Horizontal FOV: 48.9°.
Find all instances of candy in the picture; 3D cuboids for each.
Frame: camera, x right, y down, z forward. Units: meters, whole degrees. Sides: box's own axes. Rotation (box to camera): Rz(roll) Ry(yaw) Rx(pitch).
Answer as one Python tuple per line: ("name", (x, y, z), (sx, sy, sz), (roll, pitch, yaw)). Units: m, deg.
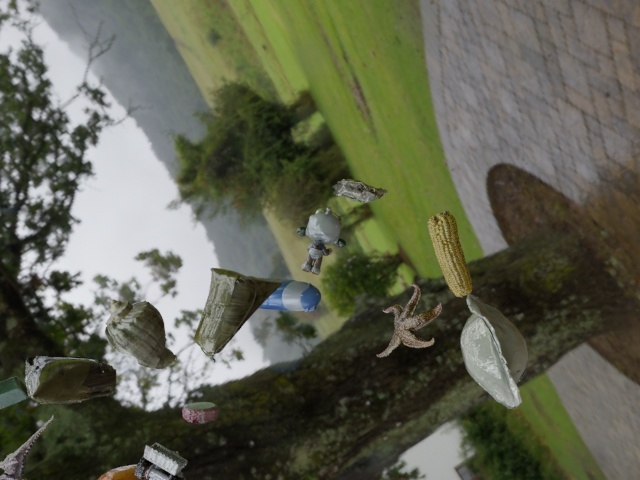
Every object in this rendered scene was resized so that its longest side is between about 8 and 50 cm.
("candy", (-0.340, 0.488, 1.995), (0.103, 0.103, 0.043), (-85, -7, -89))

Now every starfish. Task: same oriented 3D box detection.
("starfish", (0.212, 0.220, 1.769), (0.057, 0.238, 0.213), (29, -159, -28))

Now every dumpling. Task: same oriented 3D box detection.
("dumpling", (0.461, 0.268, 1.907), (0.260, 0.182, 0.341), (66, -148, -28))

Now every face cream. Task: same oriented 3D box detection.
("face cream", (-0.121, 0.145, 1.884), (0.149, 0.264, 0.083), (-9, -81, -61))

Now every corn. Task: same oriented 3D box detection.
("corn", (0.449, 0.053, 2.433), (0.102, 0.102, 0.312), (-115, 9, -86))

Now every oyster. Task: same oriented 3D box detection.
("oyster", (0.108, -0.135, 1.941), (0.166, 0.108, 0.053), (23, -124, -38))

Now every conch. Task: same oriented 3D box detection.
("conch", (-0.421, 0.221, 1.624), (0.207, 0.130, 0.155), (53, -138, -5))

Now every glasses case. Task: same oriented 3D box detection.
("glasses case", (-0.888, 0.428, 1.883), (0.077, 0.184, 0.039), (90, 155, -56))

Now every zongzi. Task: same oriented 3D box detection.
("zongzi", (-0.790, 0.469, 2.263), (0.318, 0.290, 0.154), (-166, 80, -65))
("zongzi", (-0.189, 0.176, 1.630), (0.094, 0.204, 0.204), (20, -177, 36))

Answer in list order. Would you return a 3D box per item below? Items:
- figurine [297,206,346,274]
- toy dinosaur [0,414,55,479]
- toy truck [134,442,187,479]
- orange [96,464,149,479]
("figurine", (0.000, 0.000, 2.026), (0.147, 0.196, 0.093), (17, 180, 5))
("toy dinosaur", (-0.908, 0.667, 2.152), (0.072, 0.200, 0.251), (52, -142, -44))
("toy truck", (-0.422, 0.647, 1.893), (0.136, 0.285, 0.111), (24, -147, 14))
("orange", (-0.652, 0.927, 2.416), (0.312, 0.312, 0.312), (57, -179, -1))
